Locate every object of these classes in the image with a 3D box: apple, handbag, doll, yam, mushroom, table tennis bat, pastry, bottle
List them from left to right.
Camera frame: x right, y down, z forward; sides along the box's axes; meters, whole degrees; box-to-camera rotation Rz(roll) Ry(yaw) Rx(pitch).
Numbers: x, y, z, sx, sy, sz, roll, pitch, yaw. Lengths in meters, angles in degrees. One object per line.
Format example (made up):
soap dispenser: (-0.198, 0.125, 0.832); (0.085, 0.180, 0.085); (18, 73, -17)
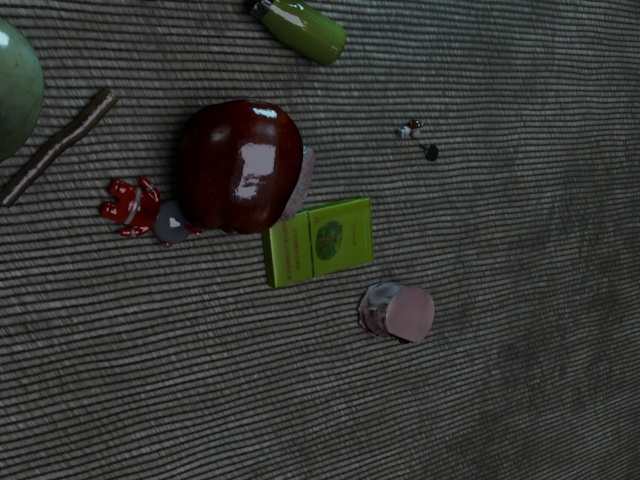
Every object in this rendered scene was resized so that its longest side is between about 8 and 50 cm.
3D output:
mushroom: (-0.672, -0.264, 1.337); (0.352, 0.352, 0.260); (-21, 68, -31)
yam: (-0.556, -0.198, 1.570); (0.327, 0.045, 0.045); (-50, 154, -16)
doll: (-0.379, -0.059, 1.705); (0.245, 0.076, 0.143); (21, 87, -33)
apple: (-0.187, -0.171, 1.687); (0.288, 0.288, 0.317); (13, 88, -36)
pastry: (-0.087, -0.133, 1.861); (0.265, 0.112, 0.103); (-57, 134, -19)
bottle: (-0.061, -0.529, 1.816); (0.260, 0.112, 0.112); (22, 86, -36)
handbag: (0.222, 0.209, 2.157); (0.205, 0.116, 0.179); (25, 85, -37)
doll: (0.258, -0.321, 2.131); (0.085, 0.040, 0.058); (0, 109, -36)
table tennis bat: (0.322, -0.266, 2.204); (0.083, 0.007, 0.050); (23, 86, -38)

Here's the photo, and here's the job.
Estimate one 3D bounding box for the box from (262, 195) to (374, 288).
box: (0.000, 0.000, 2.002); (0.334, 0.047, 0.187); (-14, 106, -32)
